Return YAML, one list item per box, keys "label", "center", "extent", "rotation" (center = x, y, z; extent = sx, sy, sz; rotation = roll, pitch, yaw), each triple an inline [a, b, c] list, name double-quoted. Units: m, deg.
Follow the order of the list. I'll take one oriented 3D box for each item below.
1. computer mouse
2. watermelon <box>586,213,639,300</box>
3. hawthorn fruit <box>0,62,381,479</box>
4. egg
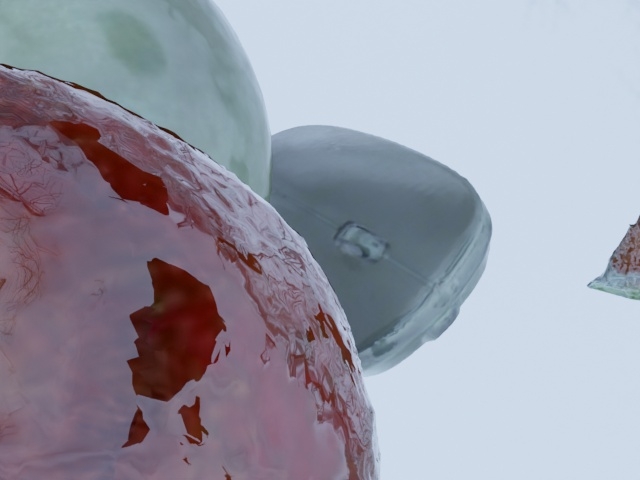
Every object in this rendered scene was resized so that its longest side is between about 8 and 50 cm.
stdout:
- label: "computer mouse"
  center: [-0.004, -0.004, 1.344]
  extent: [0.197, 0.331, 0.095]
  rotation: [-50, -59, -11]
- label: "watermelon"
  center: [0.244, -0.033, 1.073]
  extent: [0.187, 0.139, 0.071]
  rotation: [-45, -115, -8]
- label: "hawthorn fruit"
  center: [-0.107, 0.075, 0.668]
  extent: [0.299, 0.275, 0.275]
  rotation: [16, -110, -42]
- label: "egg"
  center: [-0.164, -0.058, 0.996]
  extent: [0.258, 0.352, 0.258]
  rotation: [-8, -73, -25]
